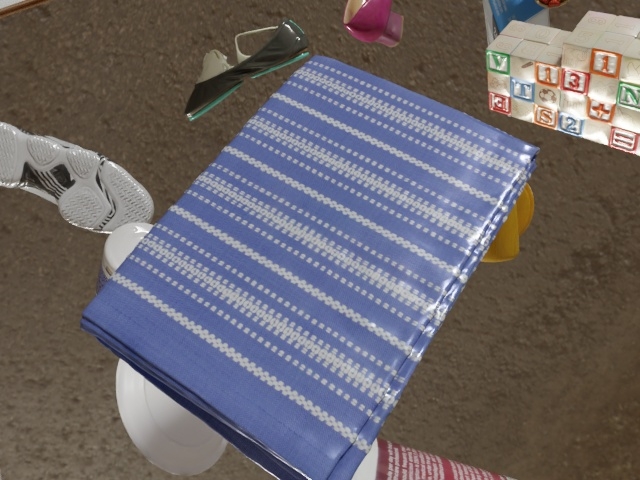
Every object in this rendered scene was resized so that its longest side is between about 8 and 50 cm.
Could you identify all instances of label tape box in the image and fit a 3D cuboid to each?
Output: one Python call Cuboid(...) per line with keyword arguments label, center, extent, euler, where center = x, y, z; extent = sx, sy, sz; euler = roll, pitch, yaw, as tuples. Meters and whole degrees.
Cuboid(label="label tape box", center=(0.428, -0.490, 1.369), extent=(0.115, 0.249, 0.347), euler=(-13, 143, 15))

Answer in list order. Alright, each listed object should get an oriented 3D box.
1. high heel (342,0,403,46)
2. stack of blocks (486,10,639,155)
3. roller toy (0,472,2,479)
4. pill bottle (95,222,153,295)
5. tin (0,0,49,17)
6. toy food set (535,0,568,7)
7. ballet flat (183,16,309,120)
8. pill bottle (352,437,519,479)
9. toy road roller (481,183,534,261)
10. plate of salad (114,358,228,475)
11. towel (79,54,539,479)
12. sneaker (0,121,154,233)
Cuboid(label="high heel", center=(0.126, -0.672, 1.511), extent=(0.127, 0.377, 0.181), euler=(-9, 173, 43))
Cuboid(label="stack of blocks", center=(0.408, -0.252, 0.952), extent=(0.087, 0.297, 0.171), euler=(-47, 143, -22))
Cuboid(label="roller toy", center=(-0.276, 0.150, 0.303), extent=(0.146, 0.191, 0.209), euler=(-22, 163, 34))
Cuboid(label="pill bottle", center=(-0.307, 0.066, 1.015), extent=(0.112, 0.112, 0.186), euler=(15, 140, -18))
Cuboid(label="tin", center=(-0.207, -0.219, 0.430), extent=(0.190, 0.040, 0.106), euler=(-38, 134, -32))
Cuboid(label="toy food set", center=(0.428, -0.466, 1.131), extent=(0.082, 0.083, 0.020), euler=(-35, 156, 20))
Cuboid(label="ballet flat", center=(-0.158, -0.337, 1.192), extent=(0.280, 0.095, 0.096), euler=(-29, 105, 4))
Cuboid(label="pill bottle", center=(0.125, 0.416, 0.891), extent=(0.392, 0.224, 0.224), euler=(16, 125, 3))
Cuboid(label="toy road roller", center=(0.283, -0.055, 1.309), extent=(0.329, 0.240, 0.202), euler=(-12, 115, 1))
Cuboid(label="plate of salad", center=(-0.192, 0.208, 0.814), extent=(0.048, 0.200, 0.200), euler=(-27, 126, 27))
Cuboid(label="towel", center=(0.000, 0.000, 0.504), extent=(0.243, 0.336, 0.040), euler=(29, 156, 19))
Cuboid(label="sneaker", center=(-0.474, -0.120, 1.215), extent=(0.366, 0.210, 0.137), euler=(23, 93, 2))
